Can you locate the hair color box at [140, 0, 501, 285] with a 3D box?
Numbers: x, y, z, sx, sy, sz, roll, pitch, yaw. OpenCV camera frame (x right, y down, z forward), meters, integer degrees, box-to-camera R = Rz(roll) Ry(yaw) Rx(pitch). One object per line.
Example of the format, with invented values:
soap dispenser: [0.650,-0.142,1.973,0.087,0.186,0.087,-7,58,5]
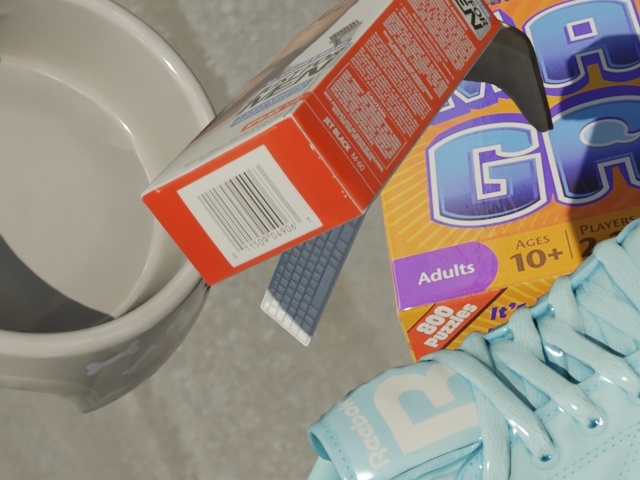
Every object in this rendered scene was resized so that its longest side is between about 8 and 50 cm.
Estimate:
hair color box: [0.005,-0.058,0.664,0.093,0.167,0.053,-25,107,38]

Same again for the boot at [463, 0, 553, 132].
boot: [0.078,-0.108,0.886,0.042,0.087,0.118,75,178,-86]

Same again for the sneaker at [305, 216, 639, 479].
sneaker: [0.081,0.094,0.666,0.150,0.366,0.135,29,-166,-41]

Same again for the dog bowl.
dog bowl: [-0.224,-0.045,1.123,0.349,0.349,0.102,47,146,2]

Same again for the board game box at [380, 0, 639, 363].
board game box: [0.252,-0.010,1.325,0.356,0.356,0.356,68,-168,-48]

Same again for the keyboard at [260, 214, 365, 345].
keyboard: [0.000,0.000,1.591,0.072,0.014,0.256,43,132,25]
